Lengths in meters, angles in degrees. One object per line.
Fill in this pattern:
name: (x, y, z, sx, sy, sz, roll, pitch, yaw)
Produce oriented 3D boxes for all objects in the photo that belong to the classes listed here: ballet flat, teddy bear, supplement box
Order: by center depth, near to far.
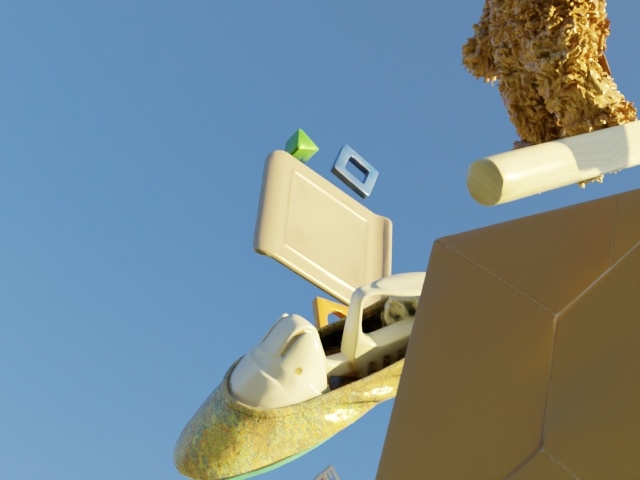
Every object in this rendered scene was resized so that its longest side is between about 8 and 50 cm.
supplement box: (0.127, 0.116, 0.428, 0.129, 0.191, 0.194, -15, -53, 30)
ballet flat: (0.020, 0.104, 0.986, 0.349, 0.123, 0.123, -20, -50, -18)
teddy bear: (0.207, -0.209, 1.020, 0.113, 0.245, 0.338, -6, -74, -14)

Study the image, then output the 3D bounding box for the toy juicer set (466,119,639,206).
toy juicer set: (0.130, 0.066, 0.673, 0.209, 0.329, 0.089, 11, -15, -36)

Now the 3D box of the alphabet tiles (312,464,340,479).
alphabet tiles: (0.024, 0.430, 1.490, 0.009, 0.237, 0.198, -31, -94, 20)

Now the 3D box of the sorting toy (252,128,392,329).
sorting toy: (0.000, 0.000, 1.353, 0.196, 0.347, 0.047, 30, -50, -24)
